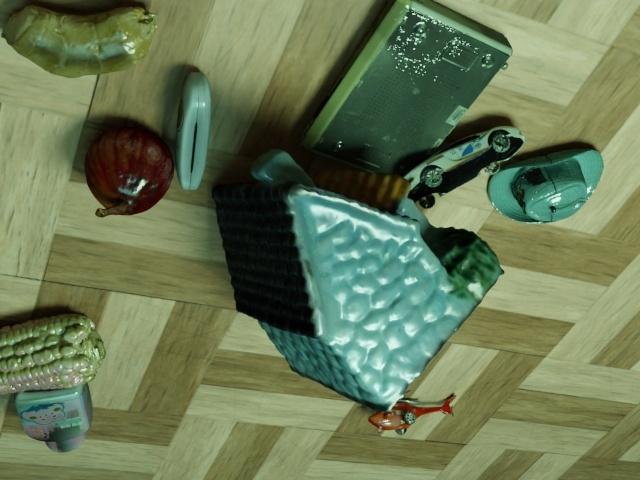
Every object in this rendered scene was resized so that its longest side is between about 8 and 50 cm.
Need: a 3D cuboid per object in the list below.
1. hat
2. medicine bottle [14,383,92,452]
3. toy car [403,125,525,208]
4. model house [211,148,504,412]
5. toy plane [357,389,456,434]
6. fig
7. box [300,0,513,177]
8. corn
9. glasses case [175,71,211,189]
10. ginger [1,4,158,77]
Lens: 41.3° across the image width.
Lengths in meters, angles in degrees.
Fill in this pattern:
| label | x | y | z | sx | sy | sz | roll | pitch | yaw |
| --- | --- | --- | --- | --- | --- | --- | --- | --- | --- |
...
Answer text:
| label | x | y | z | sx | sy | sz | roll | pitch | yaw |
| --- | --- | --- | --- | --- | --- | --- | --- | --- | --- |
| hat | 0.367 | -0.075 | 1.344 | 0.191 | 0.078 | 0.138 | -11 | 138 | -1 |
| medicine bottle | -0.477 | 0.301 | 1.534 | 0.119 | 0.094 | 0.188 | -5 | 136 | -9 |
| toy car | 0.210 | -0.114 | 1.264 | 0.205 | 0.056 | 0.095 | -29 | 161 | -8 |
| model house | 0.000 | 0.000 | 1.210 | 0.297 | 0.360 | 0.339 | -48 | 110 | -14 |
| toy plane | 0.187 | 0.360 | 1.758 | 0.194 | 0.077 | 0.126 | 12 | 141 | -35 |
| fig | -0.261 | -0.094 | 1.158 | 0.128 | 0.150 | 0.128 | -3 | 102 | -13 |
| box | 0.119 | -0.201 | 1.187 | 0.211 | 0.045 | 0.270 | 19 | 129 | -27 |
| corn | -0.528 | 0.198 | 1.411 | 0.335 | 0.127 | 0.127 | -8 | 136 | 1 |
| glasses case | -0.175 | -0.147 | 1.163 | 0.045 | 0.067 | 0.178 | 2 | 134 | -13 |
| ginger | -0.292 | -0.245 | 1.039 | 0.190 | 0.069 | 0.095 | -7 | 114 | -4 |
